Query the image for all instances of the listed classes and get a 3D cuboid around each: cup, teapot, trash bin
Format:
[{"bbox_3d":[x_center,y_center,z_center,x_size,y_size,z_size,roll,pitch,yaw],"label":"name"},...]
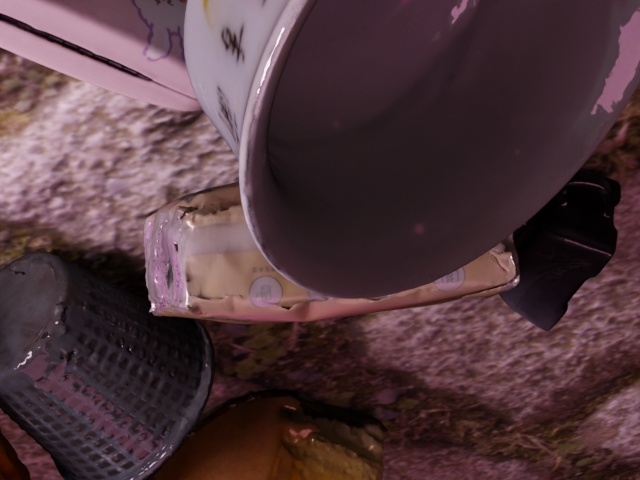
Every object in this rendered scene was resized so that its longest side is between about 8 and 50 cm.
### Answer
[{"bbox_3d":[0.050,-0.148,1.218,0.347,0.163,0.347,-27,141,-25],"label":"cup"},{"bbox_3d":[0.182,-0.003,1.629,0.096,0.087,0.177,23,138,-10],"label":"teapot"},{"bbox_3d":[-0.204,0.098,1.577,0.175,0.175,0.161,-30,134,24],"label":"trash bin"}]

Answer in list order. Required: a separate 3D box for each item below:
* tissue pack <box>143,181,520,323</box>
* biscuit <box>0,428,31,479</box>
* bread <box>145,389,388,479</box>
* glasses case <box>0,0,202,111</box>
[{"bbox_3d":[0.000,0.000,1.483,0.257,0.123,0.215,-4,178,-11],"label":"tissue pack"},{"bbox_3d":[-0.410,0.152,1.547,0.312,0.110,0.318,2,151,22],"label":"biscuit"},{"bbox_3d":[-0.069,0.271,1.886,0.204,0.162,0.262,22,120,-27],"label":"bread"},{"bbox_3d":[-0.167,-0.168,1.215,0.297,0.113,0.075,20,138,-41],"label":"glasses case"}]
